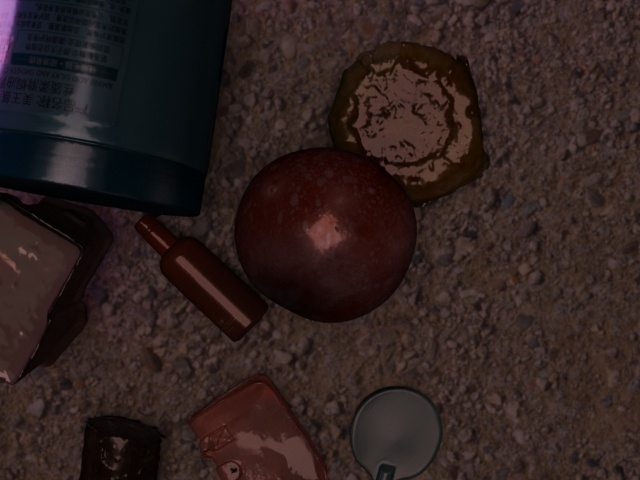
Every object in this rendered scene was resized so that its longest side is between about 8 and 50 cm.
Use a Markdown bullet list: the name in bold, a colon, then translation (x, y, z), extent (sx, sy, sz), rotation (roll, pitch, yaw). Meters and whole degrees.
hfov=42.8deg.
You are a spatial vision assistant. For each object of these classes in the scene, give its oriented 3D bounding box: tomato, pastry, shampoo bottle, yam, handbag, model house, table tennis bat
- **tomato**: translation (0.000, 0.000, 1.187), extent (0.270, 0.270, 0.227), rotation (32, 60, -3)
- **pastry**: translation (0.132, -0.177, 1.260), extent (0.235, 0.121, 0.257), rotation (-11, 95, 3)
- **shampoo bottle**: translation (-0.192, 0.050, 1.282), extent (0.085, 0.085, 0.244), rotation (-44, 91, 1)
- **yam**: translation (-0.318, 0.418, 1.277), extent (0.131, 0.131, 0.280), rotation (6, 94, -2)
- **shampoo bottle**: translation (-0.303, -0.227, 1.127), extent (0.331, 0.331, 0.343), rotation (8, 87, -2)
- **handbag**: translation (-0.098, 0.338, 1.308), extent (0.157, 0.059, 0.213), rotation (-32, 94, 0)
- **model house**: translation (-0.438, 0.046, 1.193), extent (0.202, 0.237, 0.237), rotation (27, 95, -1)
- **table tennis bat**: translation (0.112, 0.355, 1.328), extent (0.149, 0.038, 0.237), rotation (15, 88, -4)
